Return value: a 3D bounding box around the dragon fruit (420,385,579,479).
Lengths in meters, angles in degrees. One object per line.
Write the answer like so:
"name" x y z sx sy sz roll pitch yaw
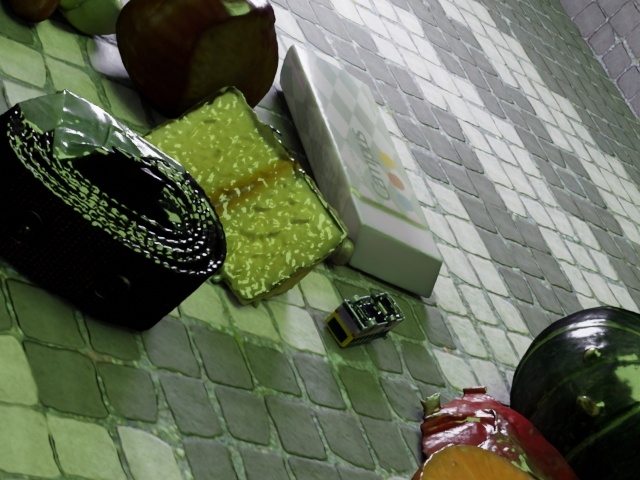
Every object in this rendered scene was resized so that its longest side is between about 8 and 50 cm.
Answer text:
"dragon fruit" 0.258 0.324 1.850 0.343 0.100 0.282 53 30 16

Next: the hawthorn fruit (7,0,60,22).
"hawthorn fruit" -0.361 -0.315 1.842 0.077 0.077 0.077 36 27 -22

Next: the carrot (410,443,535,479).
"carrot" 0.208 0.363 1.642 0.258 0.100 0.307 3 50 -39

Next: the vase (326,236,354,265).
"vase" 0.000 0.000 1.967 0.100 0.053 0.053 26 32 -44

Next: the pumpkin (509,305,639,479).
"pumpkin" 0.419 0.245 2.040 0.323 0.241 0.323 36 25 -19

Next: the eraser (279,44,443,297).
"eraser" 0.058 -0.108 2.179 0.213 0.082 0.397 24 33 -39

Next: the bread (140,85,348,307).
"bread" -0.102 -0.054 1.834 0.266 0.178 0.142 54 -6 10

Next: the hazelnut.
"hazelnut" -0.160 -0.262 1.943 0.229 0.229 0.229 36 27 -22

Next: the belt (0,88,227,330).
"belt" -0.233 -0.041 1.530 0.289 0.164 0.184 34 36 -25

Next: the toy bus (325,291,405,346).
"toy bus" 0.058 0.104 1.897 0.102 0.058 0.052 -8 59 -54

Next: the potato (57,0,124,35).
"potato" -0.326 -0.344 1.953 0.149 0.081 0.120 63 2 23
